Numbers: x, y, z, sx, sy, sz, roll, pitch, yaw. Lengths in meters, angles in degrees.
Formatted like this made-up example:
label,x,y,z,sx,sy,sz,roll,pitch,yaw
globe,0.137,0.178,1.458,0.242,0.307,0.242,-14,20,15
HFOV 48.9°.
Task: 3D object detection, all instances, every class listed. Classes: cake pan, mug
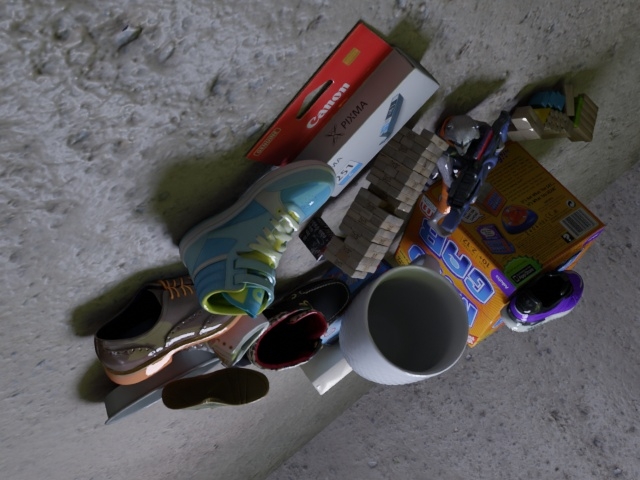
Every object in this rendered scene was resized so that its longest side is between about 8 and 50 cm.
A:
label,x,y,z,sx,sy,sz,roll,pitch,yaw
cake pan,-0.351,0.311,1.561,0.293,0.054,0.293,-30,172,-5
mug,0.209,0.199,1.852,0.374,0.276,0.328,-63,-174,-24

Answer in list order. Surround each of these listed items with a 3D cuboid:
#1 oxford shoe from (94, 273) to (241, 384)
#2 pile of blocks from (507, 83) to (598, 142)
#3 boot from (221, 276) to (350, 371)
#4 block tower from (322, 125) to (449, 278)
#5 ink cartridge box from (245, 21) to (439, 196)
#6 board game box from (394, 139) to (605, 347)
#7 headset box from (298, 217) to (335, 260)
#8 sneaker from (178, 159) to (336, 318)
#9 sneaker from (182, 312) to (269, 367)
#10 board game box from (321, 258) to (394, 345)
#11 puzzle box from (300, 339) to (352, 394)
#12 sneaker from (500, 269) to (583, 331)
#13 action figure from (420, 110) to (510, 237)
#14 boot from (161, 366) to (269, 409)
label,x,y,z,sx,sy,sz,roll,pitch,yaw
oxford shoe,-0.256,0.121,1.329,0.364,0.130,0.132,-38,144,-25
pile of blocks,0.596,-0.335,1.868,0.362,0.149,0.113,-5,-175,-41
boot,-0.050,0.196,1.662,0.377,0.138,0.284,-23,-177,-21
block tower,0.135,-0.086,1.484,0.335,0.097,0.091,-59,152,10
ink cartridge box,0.047,-0.210,1.232,0.296,0.066,0.261,-46,158,19
board game box,0.486,0.009,1.988,0.356,0.356,0.356,-29,156,-24
headset box,0.000,0.000,1.552,0.062,0.083,0.032,-51,156,25
sneaker,-0.086,0.014,1.194,0.319,0.208,0.127,-34,137,13
sneaker,-0.249,0.200,1.433,0.292,0.169,0.108,-32,160,-14
board game box,0.072,0.163,1.998,0.308,0.086,0.302,-41,159,5
puzzle box,0.115,0.287,2.162,0.409,0.052,0.272,-37,-166,-6
sneaker,0.590,0.126,1.766,0.293,0.102,0.146,-23,151,-35
action figure,0.293,-0.150,1.620,0.341,0.178,0.330,-56,164,-30
boot,-0.218,0.312,1.464,0.213,0.077,0.165,-6,167,-11
